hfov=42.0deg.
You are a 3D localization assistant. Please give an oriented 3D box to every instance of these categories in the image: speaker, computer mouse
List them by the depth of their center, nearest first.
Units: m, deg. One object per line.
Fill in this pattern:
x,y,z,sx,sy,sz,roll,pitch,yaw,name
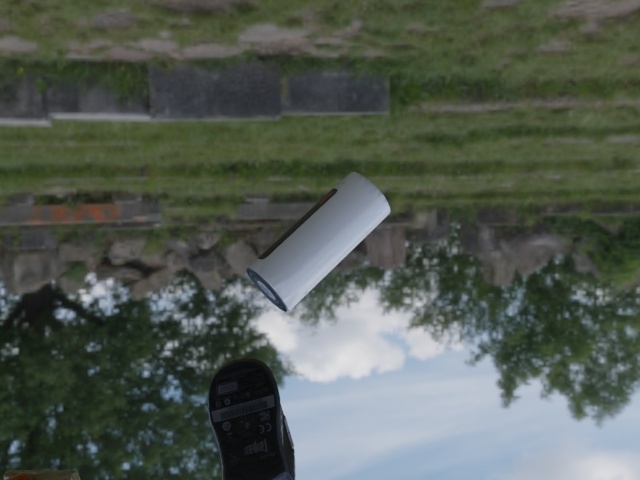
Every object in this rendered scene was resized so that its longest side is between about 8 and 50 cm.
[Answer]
0.000,0.000,0.757,0.136,0.055,0.055,-43,-161,-14,speaker
-0.112,0.291,1.046,0.184,0.262,0.060,-21,154,5,computer mouse

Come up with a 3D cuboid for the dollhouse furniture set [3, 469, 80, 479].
-0.298,0.317,0.601,0.135,0.259,0.262,-9,-177,35,dollhouse furniture set
